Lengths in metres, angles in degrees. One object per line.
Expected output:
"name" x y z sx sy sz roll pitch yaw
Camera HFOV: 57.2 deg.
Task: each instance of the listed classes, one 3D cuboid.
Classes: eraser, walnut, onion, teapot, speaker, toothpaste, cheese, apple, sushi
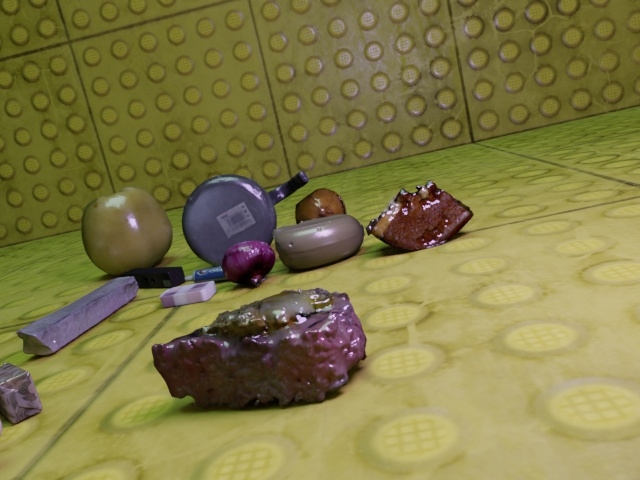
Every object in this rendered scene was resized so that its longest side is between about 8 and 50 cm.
"eraser" -0.271 0.110 1.201 0.105 0.026 0.065 -10 14 11
"walnut" -0.001 -0.060 1.447 0.137 0.137 0.245 -15 -1 -8
"onion" -0.144 0.050 1.203 0.115 0.115 0.104 -17 56 -19
"teapot" -0.197 -0.087 1.496 0.223 0.305 0.285 31 3 -3
"speaker" -0.406 0.091 1.416 0.191 0.040 0.046 -4 17 38
"toothpaste" -0.209 0.072 1.304 0.197 0.034 0.057 -9 27 11
"cheese" 0.000 0.000 1.274 0.203 0.091 0.175 -13 11 -6
"apple" -0.555 -0.024 1.680 0.262 0.262 0.262 -13 11 3
"sushi" -0.064 0.122 0.718 0.241 0.107 0.161 -10 8 17

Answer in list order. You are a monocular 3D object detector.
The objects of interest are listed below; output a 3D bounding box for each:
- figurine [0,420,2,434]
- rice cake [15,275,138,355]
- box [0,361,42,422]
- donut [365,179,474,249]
"figurine" -0.461 0.211 0.659 0.200 0.133 0.276 15 4 -8
"rice cake" -0.473 0.144 1.183 0.073 0.056 0.365 -5 12 11
"box" -0.424 0.207 0.804 0.098 0.062 0.045 1 19 46
"donut" 0.195 -0.040 1.217 0.186 0.144 0.126 -44 6 1
